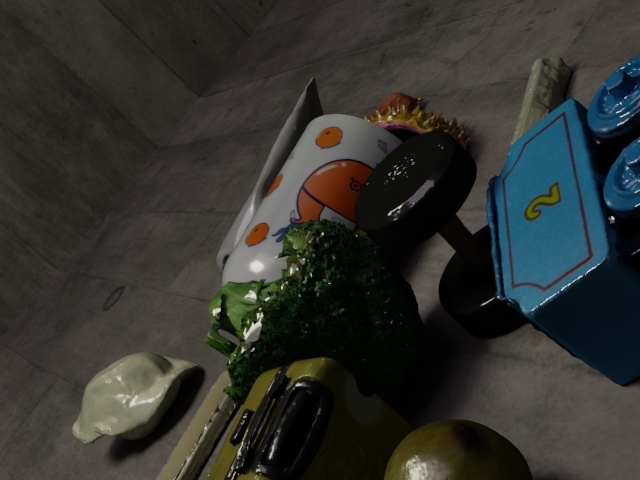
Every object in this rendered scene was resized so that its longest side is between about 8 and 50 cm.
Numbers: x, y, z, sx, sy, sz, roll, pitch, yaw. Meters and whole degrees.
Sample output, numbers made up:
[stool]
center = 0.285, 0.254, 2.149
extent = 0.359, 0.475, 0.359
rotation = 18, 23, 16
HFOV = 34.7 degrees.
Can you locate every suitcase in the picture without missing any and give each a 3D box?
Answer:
[suitcase]
center = 0.001, 0.249, 1.044
extent = 0.143, 0.235, 0.193
rotation = -20, 34, 48

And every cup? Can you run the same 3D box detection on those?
[cup]
center = 0.000, 0.000, 1.520
extent = 0.212, 0.212, 0.317
rotation = -13, 41, 55

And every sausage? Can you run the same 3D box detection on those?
[sausage]
center = 0.116, -0.206, 1.859
extent = 0.169, 0.065, 0.065
rotation = -52, 22, -9

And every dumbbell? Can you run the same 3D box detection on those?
[dumbbell]
center = 0.161, -0.007, 1.215
extent = 0.152, 0.218, 0.152
rotation = -38, 24, 21

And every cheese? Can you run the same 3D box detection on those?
[cheese]
center = -0.216, 0.352, 1.542
extent = 0.085, 0.034, 0.400
rotation = -15, 37, 53

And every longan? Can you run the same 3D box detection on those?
[longan]
center = 0.125, 0.251, 0.955
extent = 0.154, 0.145, 0.176
rotation = -48, -24, -58

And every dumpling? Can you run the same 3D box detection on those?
[dumpling]
center = -0.325, 0.273, 1.762
extent = 0.250, 0.132, 0.162
rotation = -28, 15, 6

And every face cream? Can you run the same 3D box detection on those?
[face cream]
center = -0.053, -0.055, 1.740
extent = 0.137, 0.234, 0.420
rotation = 6, 49, 24

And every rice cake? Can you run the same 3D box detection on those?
[rice cake]
center = 0.312, -0.177, 1.462
extent = 0.057, 0.052, 0.256
rotation = 1, 44, 23

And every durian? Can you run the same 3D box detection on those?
[durian]
center = 0.138, -0.153, 1.674
extent = 0.261, 0.153, 0.186
rotation = -18, 10, 38

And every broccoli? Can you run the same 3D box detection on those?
[broccoli]
center = -0.015, 0.117, 1.248
extent = 0.275, 0.307, 0.307
rotation = 15, 56, 23

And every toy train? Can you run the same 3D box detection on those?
[toy train]
center = 0.307, -0.024, 1.038
extent = 0.265, 0.188, 0.300
rotation = -40, 25, 30
